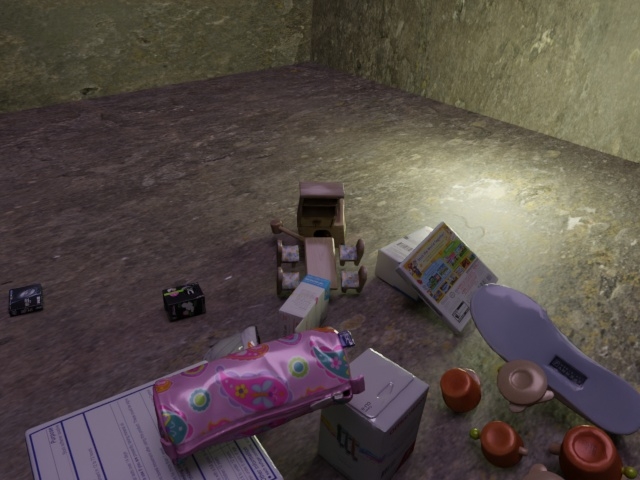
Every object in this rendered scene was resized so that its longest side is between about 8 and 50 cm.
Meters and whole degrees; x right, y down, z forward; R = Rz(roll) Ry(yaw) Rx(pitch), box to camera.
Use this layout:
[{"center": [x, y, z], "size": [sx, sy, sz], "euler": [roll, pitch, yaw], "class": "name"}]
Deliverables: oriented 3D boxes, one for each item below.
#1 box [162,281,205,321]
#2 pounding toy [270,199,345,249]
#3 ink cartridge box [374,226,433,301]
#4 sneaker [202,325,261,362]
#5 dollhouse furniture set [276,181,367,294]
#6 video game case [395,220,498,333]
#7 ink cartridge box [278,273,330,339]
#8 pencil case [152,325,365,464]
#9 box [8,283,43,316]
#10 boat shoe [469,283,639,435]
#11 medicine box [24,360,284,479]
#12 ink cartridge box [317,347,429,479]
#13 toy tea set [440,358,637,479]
[{"center": [-0.314, 0.141, 1.166], "size": [0.083, 0.052, 0.062], "euler": [-12, 35, -26], "class": "box"}, {"center": [-0.034, -0.024, 1.429], "size": [0.206, 0.094, 0.181], "euler": [-3, 38, 5], "class": "pounding toy"}, {"center": [0.267, 0.055, 1.336], "size": [0.203, 0.085, 0.148], "euler": [-23, 42, -37], "class": "ink cartridge box"}, {"center": [-0.168, 0.251, 0.952], "size": [0.121, 0.099, 0.262], "euler": [-13, 10, -4], "class": "sneaker"}, {"center": [0.000, 0.000, 1.242], "size": [0.213, 0.161, 0.241], "euler": [0, 62, -8], "class": "dollhouse furniture set"}, {"center": [0.314, 0.083, 1.236], "size": [0.206, 0.026, 0.227], "euler": [47, 52, 4], "class": "video game case"}, {"center": [-0.043, 0.168, 1.106], "size": [0.062, 0.104, 0.181], "euler": [16, 34, 18], "class": "ink cartridge box"}, {"center": [-0.086, 0.213, 0.719], "size": [0.285, 0.124, 0.124], "euler": [-13, 36, -17], "class": "pencil case"}, {"center": [-0.675, 0.136, 1.162], "size": [0.067, 0.018, 0.083], "euler": [-12, 36, -23], "class": "box"}, {"center": [0.460, 0.235, 1.024], "size": [0.367, 0.156, 0.135], "euler": [39, 85, 26], "class": "boat shoe"}, {"center": [-0.242, 0.358, 0.743], "size": [0.290, 0.149, 0.263], "euler": [-18, 38, -30], "class": "medicine box"}, {"center": [0.085, 0.300, 0.846], "size": [0.127, 0.176, 0.128], "euler": [28, 39, 32], "class": "ink cartridge box"}, {"center": [0.366, 0.342, 0.907], "size": [0.200, 0.124, 0.336], "euler": [-35, 43, -2], "class": "toy tea set"}]
